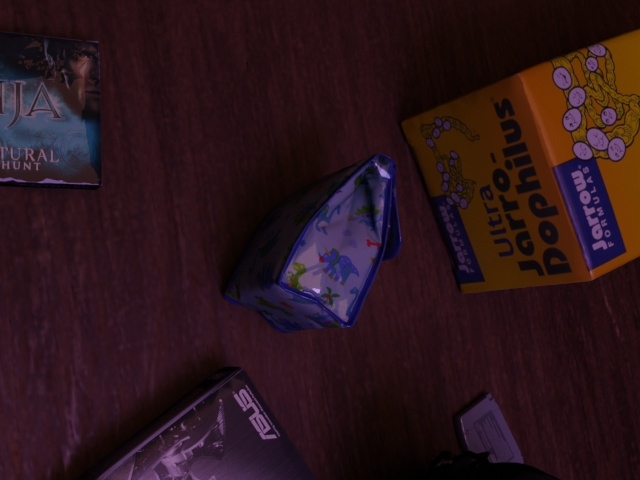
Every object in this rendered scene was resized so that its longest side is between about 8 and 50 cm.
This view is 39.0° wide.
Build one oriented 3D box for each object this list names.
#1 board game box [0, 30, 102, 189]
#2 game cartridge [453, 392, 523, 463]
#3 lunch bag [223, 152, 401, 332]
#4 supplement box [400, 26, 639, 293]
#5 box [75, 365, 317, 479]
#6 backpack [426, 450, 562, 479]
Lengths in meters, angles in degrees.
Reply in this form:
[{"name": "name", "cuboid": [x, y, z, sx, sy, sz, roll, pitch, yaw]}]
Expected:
[{"name": "board game box", "cuboid": [-0.270, -0.107, 0.723, 0.186, 0.026, 0.126, 0, 84, -27]}, {"name": "game cartridge", "cuboid": [0.169, 0.204, 0.915, 0.056, 0.017, 0.083, -30, 97, -31]}, {"name": "lunch bag", "cuboid": [0.000, 0.000, 0.791, 0.096, 0.129, 0.151, 32, 68, -21]}, {"name": "supplement box", "cuboid": [0.297, -0.102, 0.920, 0.356, 0.195, 0.194, -23, 94, -27]}, {"name": "box", "cuboid": [-0.082, 0.251, 0.756, 0.183, 0.056, 0.231, -36, 100, -27]}, {"name": "backpack", "cuboid": [0.119, 0.381, 0.720, 0.273, 0.290, 0.355, 37, 74, 5]}]
